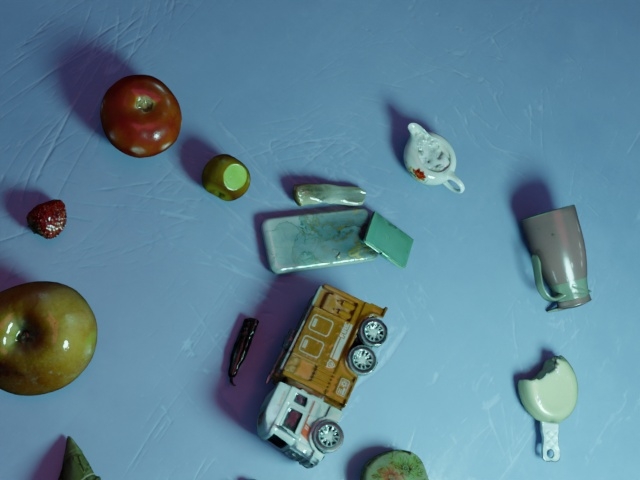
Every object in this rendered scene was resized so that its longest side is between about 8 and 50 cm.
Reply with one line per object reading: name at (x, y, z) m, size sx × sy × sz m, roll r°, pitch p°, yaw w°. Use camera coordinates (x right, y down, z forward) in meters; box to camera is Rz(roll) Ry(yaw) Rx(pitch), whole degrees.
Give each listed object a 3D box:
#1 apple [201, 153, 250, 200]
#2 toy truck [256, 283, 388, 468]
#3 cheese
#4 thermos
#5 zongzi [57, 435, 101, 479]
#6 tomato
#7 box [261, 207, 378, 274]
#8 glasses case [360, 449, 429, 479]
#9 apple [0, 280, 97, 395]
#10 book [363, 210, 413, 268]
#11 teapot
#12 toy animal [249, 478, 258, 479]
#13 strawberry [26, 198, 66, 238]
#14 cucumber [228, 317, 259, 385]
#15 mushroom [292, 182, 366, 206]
apple at (-0.227, -0.148, 1.852) m, size 0.114 × 0.099 × 0.102 m, roll 45°, pitch 70°, yaw -30°
toy truck at (-0.006, 0.303, 1.761) m, size 0.207 × 0.173 × 0.387 m, roll 27°, pitch 65°, yaw -2°
cheese at (0.598, 0.426, 1.975) m, size 0.163 × 0.071 × 0.249 m, roll -13°, pitch 79°, yaw -20°
thermos at (0.629, 0.052, 2.057) m, size 0.176 × 0.146 × 0.265 m, roll -11°, pitch 84°, yaw -27°
zongzi at (-0.543, 0.523, 1.584) m, size 0.189 × 0.081 × 0.178 m, roll -37°, pitch 67°, yaw -10°
tomato at (-0.418, -0.286, 1.806) m, size 0.195 × 0.136 × 0.195 m, roll 6°, pitch 70°, yaw -17°
box at (0.000, 0.000, 1.916) m, size 0.285 × 0.044 × 0.142 m, roll -7°, pitch 73°, yaw -20°
glasses case at (0.208, 0.690, 1.756) m, size 0.156 × 0.098 × 0.425 m, roll -13°, pitch 79°, yaw -16°
apple at (-0.581, 0.194, 1.566) m, size 0.253 × 0.253 × 0.254 m, roll 5°, pitch 73°, yaw -17°
book at (0.172, 0.002, 1.959) m, size 0.135 × 0.017 × 0.103 m, roll 35°, pitch 52°, yaw -20°
teapot at (0.293, -0.207, 2.044) m, size 0.226 × 0.092 × 0.145 m, roll 45°, pitch 69°, yaw -3°
toy animal at (-0.057, 0.607, 1.705) m, size 0.236 × 0.138 × 0.108 m, roll 19°, pitch 109°, yaw 11°
strawberry at (-0.601, -0.050, 1.714) m, size 0.083 × 0.083 × 0.096 m, roll 28°, pitch 61°, yaw -9°
cucumber at (-0.182, 0.255, 1.786) m, size 0.039 × 0.043 × 0.163 m, roll 43°, pitch 61°, yaw -49°
mushroom at (0.023, -0.115, 1.955) m, size 0.202 × 0.054 × 0.059 m, roll -1°, pitch 81°, yaw -24°
